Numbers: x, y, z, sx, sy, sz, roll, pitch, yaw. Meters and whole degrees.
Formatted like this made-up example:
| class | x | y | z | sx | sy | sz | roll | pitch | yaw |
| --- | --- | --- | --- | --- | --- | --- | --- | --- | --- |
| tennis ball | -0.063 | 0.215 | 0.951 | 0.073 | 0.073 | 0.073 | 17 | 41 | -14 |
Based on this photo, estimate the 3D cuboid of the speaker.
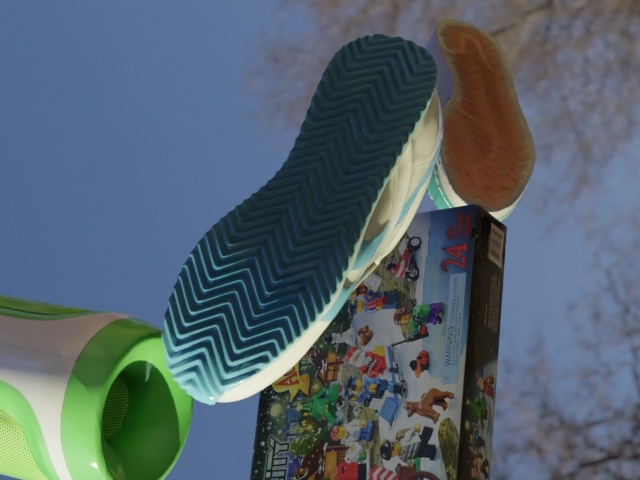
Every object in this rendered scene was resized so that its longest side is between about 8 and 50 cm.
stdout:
| class | x | y | z | sx | sy | sz | roll | pitch | yaw |
| --- | --- | --- | --- | --- | --- | --- | --- | --- | --- |
| speaker | -0.236 | 0.093 | 1.300 | 0.131 | 0.296 | 0.131 | -21 | -65 | -56 |

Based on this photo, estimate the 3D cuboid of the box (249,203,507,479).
| class | x | y | z | sx | sy | sz | roll | pitch | yaw |
| --- | --- | --- | --- | --- | --- | --- | --- | --- | --- |
| box | 0.036 | 0.100 | 1.249 | 0.044 | 0.159 | 0.233 | 35 | -126 | -49 |

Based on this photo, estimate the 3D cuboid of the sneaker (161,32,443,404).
| class | x | y | z | sx | sy | sz | roll | pitch | yaw |
| --- | --- | --- | --- | --- | --- | --- | --- | --- | --- |
| sneaker | 0.000 | 0.000 | 1.055 | 0.229 | 0.087 | 0.092 | -54 | -24 | -17 |

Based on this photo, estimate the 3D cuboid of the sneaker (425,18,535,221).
| class | x | y | z | sx | sy | sz | roll | pitch | yaw |
| --- | --- | --- | --- | --- | --- | --- | --- | --- | --- |
| sneaker | 0.134 | -0.089 | 1.877 | 0.108 | 0.121 | 0.302 | 19 | -144 | -12 |
